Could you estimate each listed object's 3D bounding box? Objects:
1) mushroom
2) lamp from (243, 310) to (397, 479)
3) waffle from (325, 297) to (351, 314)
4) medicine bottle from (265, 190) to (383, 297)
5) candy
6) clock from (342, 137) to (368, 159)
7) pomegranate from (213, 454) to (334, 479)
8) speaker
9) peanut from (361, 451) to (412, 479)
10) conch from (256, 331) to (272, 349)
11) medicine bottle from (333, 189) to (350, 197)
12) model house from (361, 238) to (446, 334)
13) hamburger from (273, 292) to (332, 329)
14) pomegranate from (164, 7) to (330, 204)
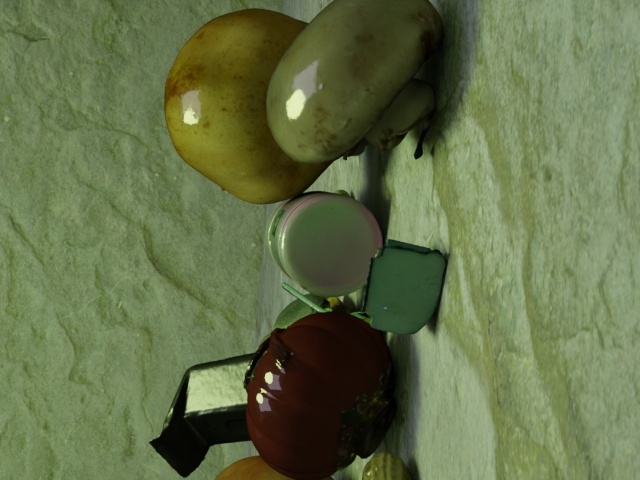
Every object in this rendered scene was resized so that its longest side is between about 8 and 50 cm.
[{"bbox_3d":[0.080,-0.266,1.689,0.362,0.294,0.362,-49,5,6],"label":"mushroom"},{"bbox_3d":[-0.002,0.270,1.702,0.303,0.257,0.303,-48,-27,-34],"label":"lamp"},{"bbox_3d":[-0.009,0.195,2.132,0.057,0.168,0.274,54,180,-14],"label":"waffle"},{"bbox_3d":[0.000,0.000,2.054,0.325,0.212,0.212,-158,75,-81],"label":"medicine bottle"},{"bbox_3d":[0.009,0.142,1.931,0.083,0.091,0.305,-51,44,-9],"label":"candy"},{"bbox_3d":[0.060,-0.263,2.215,0.231,0.103,0.144,-112,29,-75],"label":"clock"},{"bbox_3d":[-0.100,0.572,1.916,0.319,0.319,0.319,-173,90,-80],"label":"pomegranate"},{"bbox_3d":[-0.134,0.349,1.968,0.180,0.388,0.184,55,-147,-36],"label":"speaker"},{"bbox_3d":[0.107,0.417,1.505,0.194,0.083,0.093,-95,15,-48],"label":"peanut"},{"bbox_3d":[-0.045,0.245,2.348,0.245,0.163,0.178,-50,9,-2],"label":"conch"},{"bbox_3d":[0.052,-0.087,2.292,0.083,0.047,0.047,-109,28,-68],"label":"medicine bottle"},{"bbox_3d":[0.132,0.063,1.577,0.149,0.119,0.148,-80,-2,-76],"label":"model house"},{"bbox_3d":[-0.035,0.164,2.048,0.133,0.062,0.140,-48,19,-29],"label":"hamburger"},{"bbox_3d":[-0.118,-0.271,2.003,0.416,0.416,0.417,-173,90,-80],"label":"pomegranate"}]
